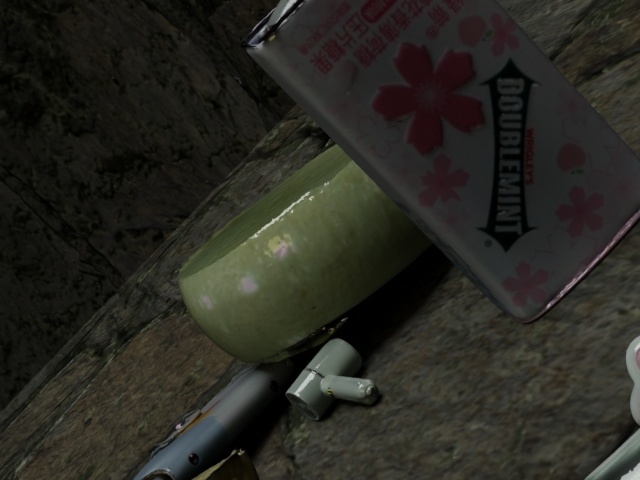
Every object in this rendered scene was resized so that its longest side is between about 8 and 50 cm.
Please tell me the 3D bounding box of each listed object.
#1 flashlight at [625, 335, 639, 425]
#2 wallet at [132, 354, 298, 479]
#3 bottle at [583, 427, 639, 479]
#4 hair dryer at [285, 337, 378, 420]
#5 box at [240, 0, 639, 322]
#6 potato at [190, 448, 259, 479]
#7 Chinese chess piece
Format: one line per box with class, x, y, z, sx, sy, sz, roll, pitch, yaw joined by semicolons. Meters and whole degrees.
flashlight;0.265;0.069;0.704;0.200;0.093;0.047;-5;-8;16
wallet;-0.128;0.230;1.526;0.231;0.069;0.170;-43;5;-39
bottle;0.262;0.099;0.764;0.254;0.079;0.096;-44;52;4
hair dryer;0.026;0.146;1.380;0.082;0.047;0.137;-49;20;-19
box;0.117;-0.117;1.191;0.190;0.370;0.112;-47;15;-3
potato;-0.138;0.302;1.256;0.239;0.116;0.299;-40;0;-19
Chinese chess piece;0.000;0.000;1.561;0.349;0.146;0.349;-36;8;6
